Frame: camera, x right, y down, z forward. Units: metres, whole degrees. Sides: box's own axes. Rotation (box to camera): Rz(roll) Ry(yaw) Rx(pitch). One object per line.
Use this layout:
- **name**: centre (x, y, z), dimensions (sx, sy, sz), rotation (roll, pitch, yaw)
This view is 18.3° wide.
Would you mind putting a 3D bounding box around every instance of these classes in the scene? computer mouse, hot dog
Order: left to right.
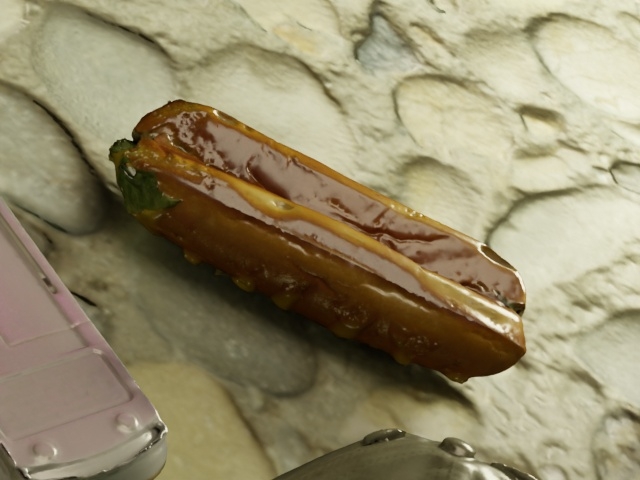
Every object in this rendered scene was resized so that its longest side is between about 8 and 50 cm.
- **computer mouse**: centre (-0.175, 0.045, 1.009), dimensions (0.126, 0.056, 0.245), rotation (-17, 58, -41)
- **hot dog**: centre (0.000, 0.000, 1.162), dimensions (0.269, 0.072, 0.115), rotation (27, 39, -3)

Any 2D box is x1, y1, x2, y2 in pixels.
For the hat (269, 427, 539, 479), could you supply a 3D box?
- **hat**: centre (0.033, 0.206, 0.879), dimensions (0.214, 0.149, 0.245), rotation (13, 27, 1)
